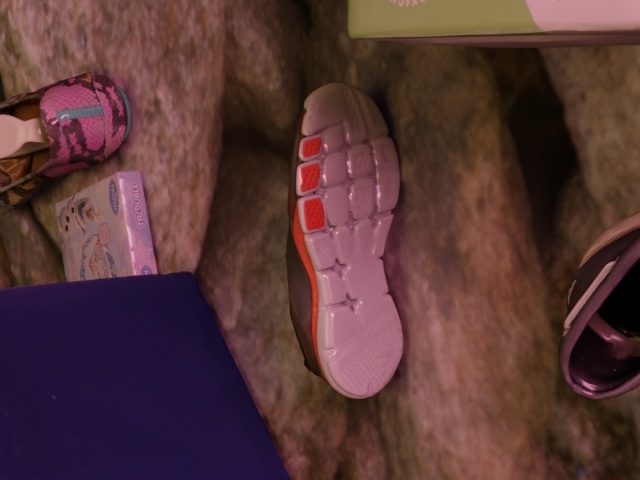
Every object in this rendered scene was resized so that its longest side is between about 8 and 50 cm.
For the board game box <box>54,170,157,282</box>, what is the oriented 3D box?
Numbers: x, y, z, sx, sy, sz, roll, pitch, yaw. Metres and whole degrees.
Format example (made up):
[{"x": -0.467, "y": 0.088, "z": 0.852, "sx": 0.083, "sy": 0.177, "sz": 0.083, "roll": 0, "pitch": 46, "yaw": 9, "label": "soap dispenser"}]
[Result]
[{"x": -0.139, "y": 0.009, "z": 0.940, "sx": 0.090, "sy": 0.020, "sz": 0.090, "roll": -19, "pitch": 78, "yaw": 52, "label": "board game box"}]

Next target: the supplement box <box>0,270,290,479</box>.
[{"x": -0.191, "y": 0.206, "z": 0.886, "sx": 0.356, "sy": 0.195, "sz": 0.194, "roll": -55, "pitch": 53, "yaw": 40, "label": "supplement box"}]

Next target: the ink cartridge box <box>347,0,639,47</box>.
[{"x": 0.113, "y": -0.248, "z": 0.508, "sx": 0.207, "sy": 0.119, "sz": 0.353, "roll": 7, "pitch": 99, "yaw": 52, "label": "ink cartridge box"}]

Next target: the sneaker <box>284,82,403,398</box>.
[{"x": 0.000, "y": 0.000, "z": 0.732, "sx": 0.065, "sy": 0.061, "sz": 0.158, "roll": 3, "pitch": 96, "yaw": 58, "label": "sneaker"}]

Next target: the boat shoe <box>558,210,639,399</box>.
[{"x": 0.156, "y": 0.003, "z": 0.504, "sx": 0.075, "sy": 0.065, "sz": 0.206, "roll": 41, "pitch": 142, "yaw": -6, "label": "boat shoe"}]

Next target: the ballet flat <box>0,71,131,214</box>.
[{"x": -0.212, "y": -0.065, "z": 0.977, "sx": 0.221, "sy": 0.079, "sz": 0.077, "roll": -15, "pitch": 83, "yaw": 52, "label": "ballet flat"}]
